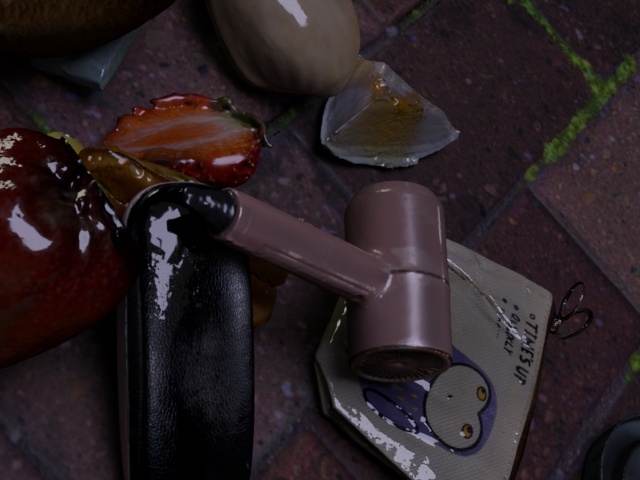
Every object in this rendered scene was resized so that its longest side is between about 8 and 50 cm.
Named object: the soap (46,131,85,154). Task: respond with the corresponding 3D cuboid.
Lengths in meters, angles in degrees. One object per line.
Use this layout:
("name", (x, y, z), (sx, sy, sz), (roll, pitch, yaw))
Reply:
("soap", (-0.237, -0.022, 1.275), (0.089, 0.033, 0.169), (13, 58, -39))

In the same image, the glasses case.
("glasses case", (-0.121, 0.103, 1.199), (0.122, 0.075, 0.315), (-1, 89, -36))

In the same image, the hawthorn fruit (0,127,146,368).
("hawthorn fruit", (-0.272, 0.021, 1.111), (0.189, 0.251, 0.189), (47, 18, -21))

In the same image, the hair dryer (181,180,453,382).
("hair dryer", (0.000, 0.000, 1.243), (0.344, 0.106, 0.189), (27, 54, -44))

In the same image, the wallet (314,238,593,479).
("wallet", (0.138, 0.123, 1.418), (0.274, 0.068, 0.335), (30, 54, -8))

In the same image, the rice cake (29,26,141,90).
("rice cake", (-0.224, -0.245, 1.400), (0.080, 0.042, 0.222), (17, 52, 8))

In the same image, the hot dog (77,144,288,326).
("hot dog", (-0.139, -0.007, 1.271), (0.269, 0.072, 0.115), (35, 85, -32))

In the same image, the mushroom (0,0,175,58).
("mushroom", (-0.260, -0.338, 1.300), (0.345, 0.345, 0.239), (45, 4, -5))

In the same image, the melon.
("melon", (0.075, -0.163, 1.536), (0.202, 0.093, 0.140), (-2, 57, -40))

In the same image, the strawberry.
("strawberry", (-0.138, -0.087, 1.337), (0.187, 0.082, 0.146), (-15, 31, -34))

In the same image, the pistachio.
("pistachio", (-0.048, -0.251, 1.466), (0.152, 0.126, 0.223), (-41, 102, -1))

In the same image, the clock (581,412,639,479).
("clock", (0.390, 0.303, 1.510), (0.215, 0.042, 0.215), (16, 56, -26))
